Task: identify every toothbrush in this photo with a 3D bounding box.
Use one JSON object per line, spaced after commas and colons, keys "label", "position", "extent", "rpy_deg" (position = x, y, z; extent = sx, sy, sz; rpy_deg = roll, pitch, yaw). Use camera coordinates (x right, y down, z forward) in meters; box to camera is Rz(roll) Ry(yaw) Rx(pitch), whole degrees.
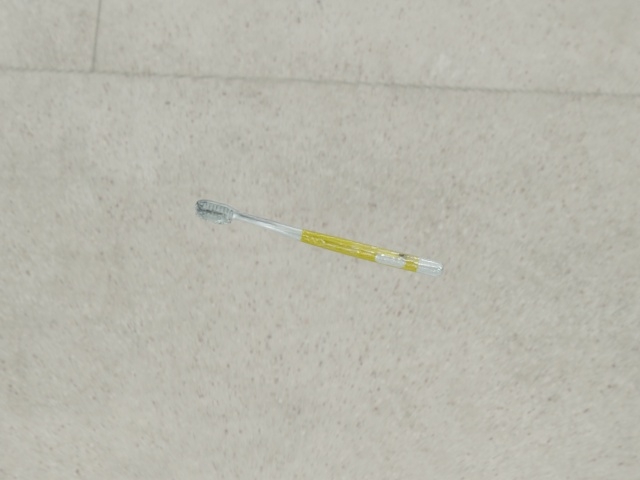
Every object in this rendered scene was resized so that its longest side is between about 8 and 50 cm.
{"label": "toothbrush", "position": [0.000, 0.000, 1.065], "extent": [0.288, 0.021, 0.024], "rpy_deg": [14, 26, -6]}
